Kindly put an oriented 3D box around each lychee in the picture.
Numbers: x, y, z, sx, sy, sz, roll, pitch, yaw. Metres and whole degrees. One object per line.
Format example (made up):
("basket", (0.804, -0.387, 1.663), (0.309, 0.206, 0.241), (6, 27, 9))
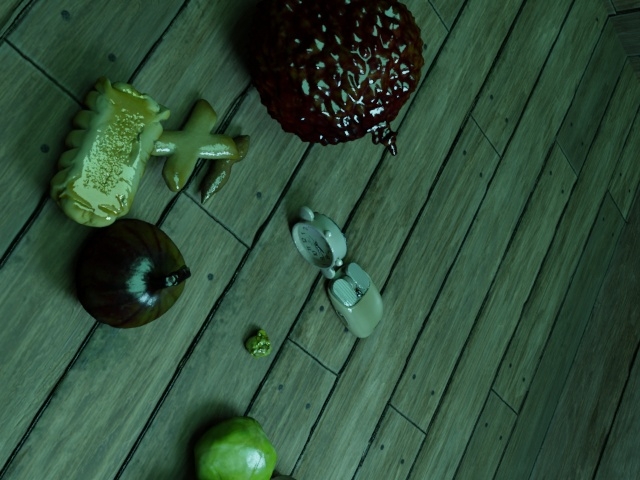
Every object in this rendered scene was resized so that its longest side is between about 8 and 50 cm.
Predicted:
("lychee", (0.050, -0.418, 1.658), (0.500, 0.424, 0.424), (49, 60, -9))

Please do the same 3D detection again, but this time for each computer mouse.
("computer mouse", (0.109, 0.179, 2.011), (0.145, 0.082, 0.237), (-46, 123, -29))

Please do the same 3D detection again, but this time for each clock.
("clock", (0.000, 0.000, 1.841), (0.063, 0.155, 0.229), (-42, 123, -32))

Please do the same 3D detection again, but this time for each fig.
("fig", (-0.399, 0.071, 1.463), (0.234, 0.214, 0.235), (-5, 105, -17))

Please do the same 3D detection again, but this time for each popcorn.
("popcorn", (-0.158, 0.266, 1.793), (0.060, 0.068, 0.083), (109, 0, -48))

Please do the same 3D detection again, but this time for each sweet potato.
("sweet potato", (-0.238, -0.180, 1.677), (0.065, 0.051, 0.218), (41, 68, -22))

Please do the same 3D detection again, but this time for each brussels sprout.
("brussels sprout", (-0.214, 0.541, 1.697), (0.223, 0.161, 0.223), (-8, 104, -35))

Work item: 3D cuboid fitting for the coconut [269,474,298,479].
("coconut", (-0.086, 0.737, 1.778), (0.233, 0.245, 0.233), (-5, 98, -39))

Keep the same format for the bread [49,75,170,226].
("bread", (-0.447, -0.179, 1.434), (0.172, 0.121, 0.311), (29, 72, -30))

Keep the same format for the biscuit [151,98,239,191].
("biscuit", (-0.300, -0.221, 1.590), (0.208, 0.047, 0.164), (-37, 98, -33))
